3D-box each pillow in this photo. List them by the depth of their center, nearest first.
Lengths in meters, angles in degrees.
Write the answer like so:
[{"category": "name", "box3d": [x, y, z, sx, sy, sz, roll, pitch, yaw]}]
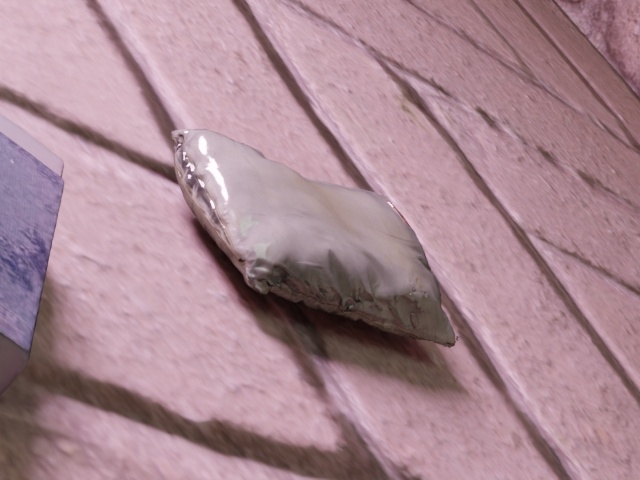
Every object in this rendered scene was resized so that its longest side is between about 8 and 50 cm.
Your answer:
[{"category": "pillow", "box3d": [0.000, 0.000, 1.188, 0.229, 0.051, 0.128, 18, 37, -53]}]

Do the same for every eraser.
[{"category": "eraser", "box3d": [-0.163, -0.007, 0.834, 0.092, 0.046, 0.212, 37, 17, -17]}]
